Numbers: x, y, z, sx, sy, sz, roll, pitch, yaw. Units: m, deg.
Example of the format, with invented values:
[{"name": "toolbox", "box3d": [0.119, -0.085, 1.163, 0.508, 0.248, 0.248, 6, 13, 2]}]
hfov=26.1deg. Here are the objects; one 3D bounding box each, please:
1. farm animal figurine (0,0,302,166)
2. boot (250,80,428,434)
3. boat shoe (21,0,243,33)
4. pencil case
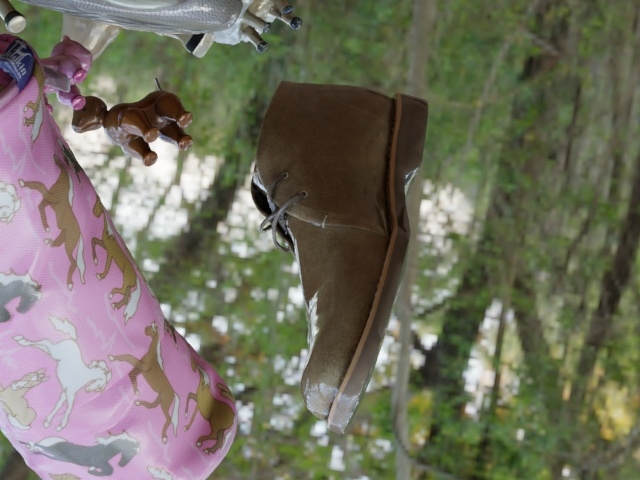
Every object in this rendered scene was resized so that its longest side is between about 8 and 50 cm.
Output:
[{"name": "farm animal figurine", "box3d": [-0.209, -0.257, 1.425, 0.172, 0.327, 0.330, 40, 171, 33]}, {"name": "boot", "box3d": [0.000, 0.000, 0.918, 0.115, 0.112, 0.305, 16, -139, -7]}, {"name": "boat shoe", "box3d": [-0.198, -0.225, 0.965, 0.324, 0.116, 0.123, 19, -173, 18]}, {"name": "pencil case", "box3d": [-0.195, 0.035, 0.984, 0.167, 0.386, 0.160, -28, -143, -6]}]
